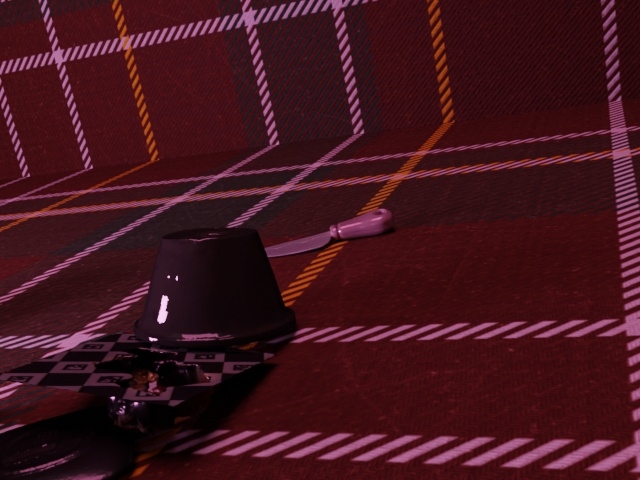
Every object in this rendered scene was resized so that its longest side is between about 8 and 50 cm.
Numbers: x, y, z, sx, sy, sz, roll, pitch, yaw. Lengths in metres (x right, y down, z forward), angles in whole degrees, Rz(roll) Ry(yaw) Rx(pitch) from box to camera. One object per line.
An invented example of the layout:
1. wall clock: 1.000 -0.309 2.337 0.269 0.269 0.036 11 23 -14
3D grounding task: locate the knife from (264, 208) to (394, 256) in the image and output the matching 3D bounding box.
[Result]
1. knife: 0.001 0.001 1.649 0.335 0.043 0.081 -18 23 -1

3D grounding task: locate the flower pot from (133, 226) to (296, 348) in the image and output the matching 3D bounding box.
1. flower pot: -0.175 0.066 1.220 0.268 0.166 0.269 -2 10 0

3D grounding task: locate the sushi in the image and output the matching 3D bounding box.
1. sushi: -0.251 0.198 1.046 0.292 0.059 0.294 4 7 22

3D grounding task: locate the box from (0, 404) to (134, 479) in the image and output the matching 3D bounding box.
1. box: -0.337 0.272 0.927 0.212 0.042 0.201 -13 15 -13
